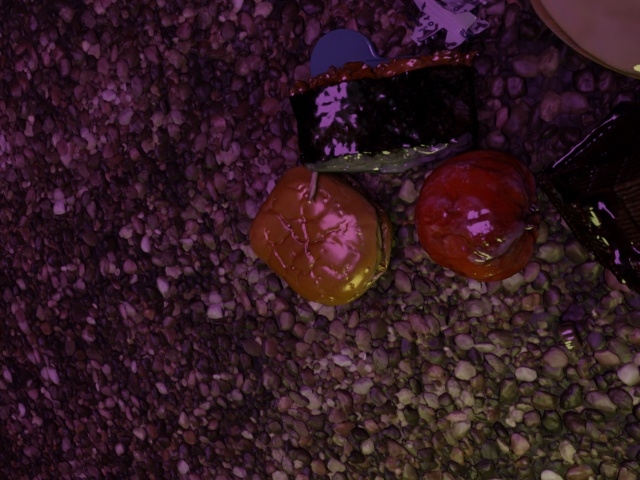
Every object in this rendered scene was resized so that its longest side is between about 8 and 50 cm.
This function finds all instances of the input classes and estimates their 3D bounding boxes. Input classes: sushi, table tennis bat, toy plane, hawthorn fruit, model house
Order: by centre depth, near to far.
[{"bbox_3d":[0.547,-0.055,1.008,0.317,0.297,0.282,51,149,-5],"label":"model house"},{"bbox_3d":[0.260,-0.046,1.111,0.272,0.242,0.241,4,102,34],"label":"hawthorn fruit"},{"bbox_3d":[0.118,-0.230,1.131,0.349,0.234,0.207,-8,91,-6],"label":"sushi"},{"bbox_3d":[0.217,-0.427,1.131,0.160,0.082,0.234,-34,50,-8],"label":"toy plane"},{"bbox_3d":[0.084,-0.358,1.238,0.237,0.038,0.149,7,103,28],"label":"table tennis bat"}]

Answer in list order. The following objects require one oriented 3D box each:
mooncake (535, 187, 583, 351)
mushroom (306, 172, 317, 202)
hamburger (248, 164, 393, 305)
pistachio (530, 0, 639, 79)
[{"bbox_3d":[0.418,0.067,1.065,0.057,0.346,0.150,-18,51,10],"label":"mooncake"},{"bbox_3d":[0.002,-0.206,1.216,0.026,0.028,0.286,-5,69,43],"label":"mushroom"},{"bbox_3d":[0.000,0.000,1.279,0.319,0.158,0.318,6,102,28],"label":"hamburger"},{"bbox_3d":[0.495,-0.437,0.887,0.365,0.281,0.445,-34,76,11],"label":"pistachio"}]
